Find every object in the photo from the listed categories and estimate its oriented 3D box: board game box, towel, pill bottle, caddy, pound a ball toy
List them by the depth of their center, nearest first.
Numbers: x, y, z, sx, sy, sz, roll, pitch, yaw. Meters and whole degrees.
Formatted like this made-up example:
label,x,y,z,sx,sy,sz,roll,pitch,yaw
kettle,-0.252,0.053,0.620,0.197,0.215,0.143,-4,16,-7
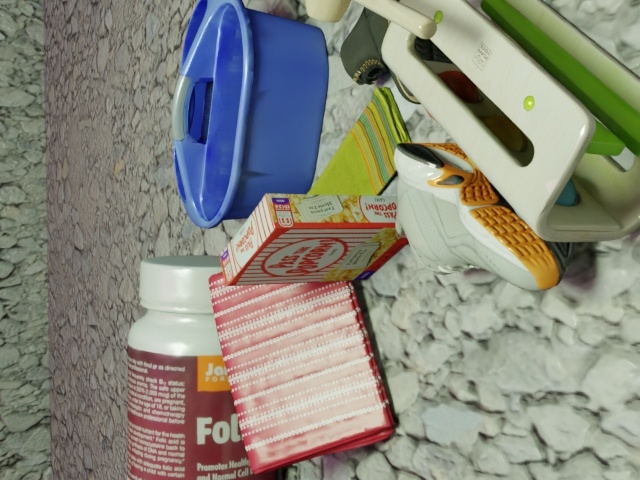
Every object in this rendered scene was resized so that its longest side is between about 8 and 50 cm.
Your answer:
label,x,y,z,sx,sy,sz,roll,pitch,yaw
pound a ball toy,0.126,-0.133,0.749,0.319,0.208,0.135,57,138,42
board game box,0.000,0.000,0.989,0.147,0.194,0.045,-47,51,52
towel,0.040,-0.081,1.091,0.237,0.021,0.102,-53,46,48
towel,-0.031,0.142,1.092,0.199,0.031,0.274,-22,70,16
caddy,-0.125,-0.185,1.223,0.241,0.179,0.341,35,121,56
pill bottle,-0.173,0.224,1.273,0.224,0.224,0.391,9,99,60

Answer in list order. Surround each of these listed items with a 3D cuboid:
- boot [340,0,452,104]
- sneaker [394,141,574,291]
label,x,y,z,sx,sy,sz,roll,pitch,yaw
boot,0.078,-0.199,0.974,0.137,0.077,0.197,126,148,-47
sneaker,0.151,-0.004,0.840,0.262,0.099,0.121,-127,37,-57
